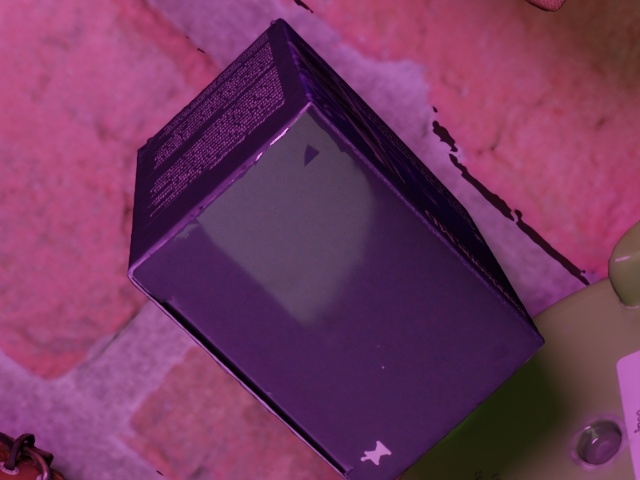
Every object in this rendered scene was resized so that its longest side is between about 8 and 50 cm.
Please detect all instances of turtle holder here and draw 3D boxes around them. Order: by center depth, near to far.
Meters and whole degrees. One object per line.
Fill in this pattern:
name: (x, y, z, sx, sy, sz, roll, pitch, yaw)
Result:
turtle holder: (0.158, 0.166, 0.846, 0.320, 0.243, 0.227, -45, 124, -1)

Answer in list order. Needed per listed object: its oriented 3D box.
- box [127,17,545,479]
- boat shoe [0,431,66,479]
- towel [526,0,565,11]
box: (0.000, 0.000, 0.786, 0.108, 0.207, 0.153, -43, 107, 8)
boat shoe: (-0.179, 0.141, 0.874, 0.104, 0.110, 0.307, -29, 119, 0)
towel: (0.102, -0.308, 0.646, 0.271, 0.040, 0.370, 34, 107, -11)
